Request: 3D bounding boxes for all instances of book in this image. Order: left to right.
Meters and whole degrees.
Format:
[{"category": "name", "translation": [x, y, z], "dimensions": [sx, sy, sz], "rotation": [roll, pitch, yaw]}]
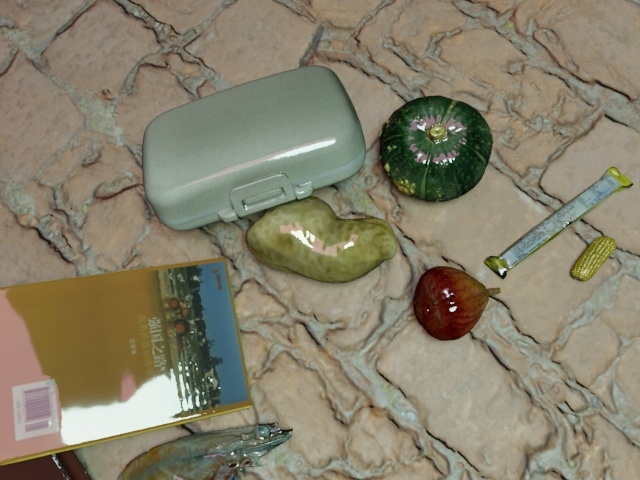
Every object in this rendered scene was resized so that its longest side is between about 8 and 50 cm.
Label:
[{"category": "book", "translation": [-0.313, 0.175, 0.850], "dimensions": [0.373, 0.028, 0.263], "rotation": [-7, 72, -21]}]

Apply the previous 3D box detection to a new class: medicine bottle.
[{"category": "medicine bottle", "translation": [-0.121, -0.167, 0.921], "dimensions": [0.374, 0.123, 0.283], "rotation": [-17, 50, 0]}]

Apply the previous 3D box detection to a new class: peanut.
[{"category": "peanut", "translation": [0.000, 0.000, 0.890], "dimensions": [0.252, 0.122, 0.137], "rotation": [16, 94, 8]}]

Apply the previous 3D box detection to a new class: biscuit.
[{"category": "biscuit", "translation": [0.409, -0.033, 0.910], "dimensions": [0.291, 0.026, 0.048], "rotation": [-35, 70, -5]}]

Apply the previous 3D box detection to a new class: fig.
[{"category": "fig", "translation": [0.225, 0.106, 0.849], "dimensions": [0.152, 0.119, 0.119], "rotation": [13, 75, -6]}]

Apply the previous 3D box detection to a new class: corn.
[{"category": "corn", "translation": [0.454, 0.029, 0.882], "dimensions": [0.037, 0.037, 0.092], "rotation": [39, 83, 14]}]

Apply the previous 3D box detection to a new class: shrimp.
[{"category": "shrimp", "translation": [-0.182, 0.385, 0.835], "dimensions": [0.316, 0.062, 0.165], "rotation": [-22, 77, 4]}]

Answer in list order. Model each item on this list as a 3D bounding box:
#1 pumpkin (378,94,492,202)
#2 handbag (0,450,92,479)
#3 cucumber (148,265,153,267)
[{"category": "pumpkin", "translation": [0.193, -0.156, 0.904], "dimensions": [0.190, 0.146, 0.191], "rotation": [-8, 74, 27]}, {"category": "handbag", "translation": [-0.488, 0.412, 0.812], "dimensions": [0.260, 0.084, 0.276], "rotation": [-33, 89, -3]}, {"category": "cucumber", "translation": [-0.396, 0.154, 0.913], "dimensions": [0.300, 0.072, 0.072], "rotation": [-41, 74, -10]}]
